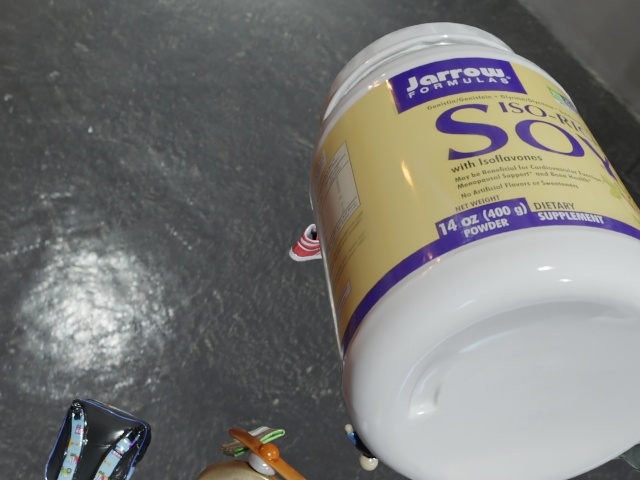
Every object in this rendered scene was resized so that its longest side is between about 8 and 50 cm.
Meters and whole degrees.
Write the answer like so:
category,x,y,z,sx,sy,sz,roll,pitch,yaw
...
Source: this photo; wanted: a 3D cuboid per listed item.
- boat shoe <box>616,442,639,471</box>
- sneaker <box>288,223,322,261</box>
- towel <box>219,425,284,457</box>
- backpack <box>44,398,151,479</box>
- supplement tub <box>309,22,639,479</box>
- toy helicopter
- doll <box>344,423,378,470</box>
category,x,y,z,sx,sy,sz,roll,pitch,yaw
boat shoe,0.506,0.309,1.335,0.121,0.335,0.119,6,67,-49
sneaker,0.000,0.000,1.546,0.118,0.067,0.042,-16,60,-47
towel,-0.139,0.399,1.684,0.113,0.152,0.023,-23,85,-20
backpack,-0.400,0.386,1.507,0.158,0.117,0.173,21,79,-1
supplement tub,0.117,-0.004,0.662,0.241,0.241,0.331,13,38,-19
toy helicopter,-0.065,0.479,1.574,0.355,0.235,0.140,2,8,4
doll,0.109,0.369,1.598,0.129,0.189,0.046,22,32,14
